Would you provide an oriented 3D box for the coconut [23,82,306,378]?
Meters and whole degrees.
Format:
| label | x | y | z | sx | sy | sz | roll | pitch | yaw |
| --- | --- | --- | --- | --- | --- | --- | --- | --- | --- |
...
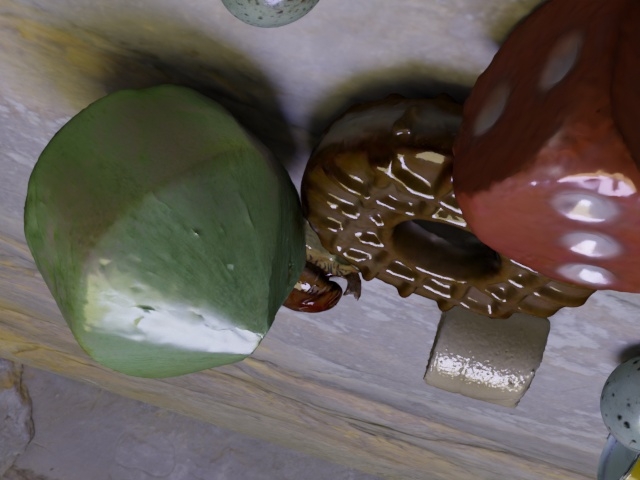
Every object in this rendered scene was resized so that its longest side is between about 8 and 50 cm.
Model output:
| label | x | y | z | sx | sy | sz | roll | pitch | yaw |
| --- | --- | --- | --- | --- | --- | --- | --- | --- | --- |
| coconut | -0.150 | 0.002 | 0.899 | 0.328 | 0.281 | 0.329 | 41 | 144 | 40 |

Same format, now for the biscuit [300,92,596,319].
| label | x | y | z | sx | sy | sz | roll | pitch | yaw |
| --- | --- | --- | --- | --- | --- | --- | --- | --- | --- |
| biscuit | 0.136 | -0.023 | 0.875 | 0.331 | 0.103 | 0.332 | 16 | 156 | 7 |

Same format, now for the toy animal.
| label | x | y | z | sx | sy | sz | roll | pitch | yaw |
| --- | --- | --- | --- | --- | --- | --- | --- | --- | --- |
| toy animal | 0.000 | 0.000 | 1.101 | 0.241 | 0.057 | 0.099 | 27 | 162 | -24 |

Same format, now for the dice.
| label | x | y | z | sx | sy | sz | roll | pitch | yaw |
| --- | --- | --- | --- | --- | --- | --- | --- | --- | --- |
| dice | 0.209 | -0.074 | 0.633 | 0.173 | 0.175 | 0.179 | 27 | 158 | -21 |

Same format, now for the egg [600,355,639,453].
| label | x | y | z | sx | sy | sz | roll | pitch | yaw |
| --- | --- | --- | --- | --- | --- | --- | --- | --- | --- |
| egg | 0.449 | 0.218 | 1.148 | 0.131 | 0.131 | 0.164 | 16 | 151 | 6 |

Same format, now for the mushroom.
| label | x | y | z | sx | sy | sz | roll | pitch | yaw |
| --- | --- | --- | --- | --- | --- | --- | --- | --- | --- |
| mushroom | -0.020 | 0.059 | 1.204 | 0.170 | 0.080 | 0.135 | 8 | 165 | 29 |

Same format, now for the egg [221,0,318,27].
| label | x | y | z | sx | sy | sz | roll | pitch | yaw |
| --- | --- | --- | --- | --- | --- | --- | --- | --- | --- |
| egg | -0.038 | -0.202 | 0.639 | 0.085 | 0.085 | 0.110 | 24 | 163 | -13 |

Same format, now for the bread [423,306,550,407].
| label | x | y | z | sx | sy | sz | roll | pitch | yaw |
| --- | --- | --- | --- | --- | --- | --- | --- | --- | --- |
| bread | 0.223 | 0.149 | 1.157 | 0.141 | 0.134 | 0.148 | 15 | 169 | 8 |

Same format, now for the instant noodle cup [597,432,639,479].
| label | x | y | z | sx | sy | sz | roll | pitch | yaw |
| --- | --- | --- | --- | --- | --- | --- | --- | --- | --- |
| instant noodle cup | 0.540 | 0.365 | 1.366 | 0.144 | 0.182 | 0.182 | 28 | 156 | 0 |
